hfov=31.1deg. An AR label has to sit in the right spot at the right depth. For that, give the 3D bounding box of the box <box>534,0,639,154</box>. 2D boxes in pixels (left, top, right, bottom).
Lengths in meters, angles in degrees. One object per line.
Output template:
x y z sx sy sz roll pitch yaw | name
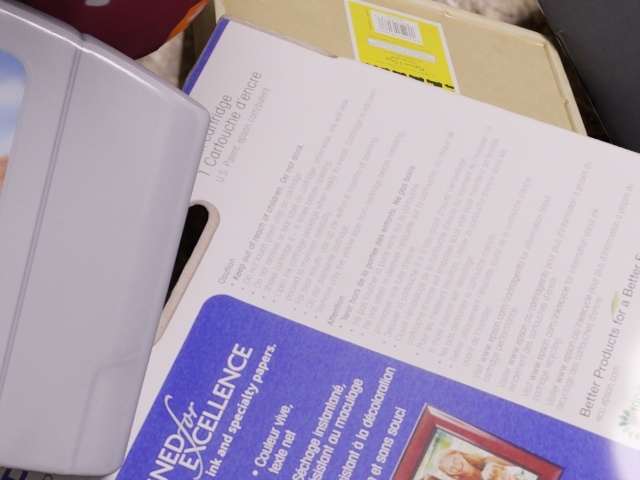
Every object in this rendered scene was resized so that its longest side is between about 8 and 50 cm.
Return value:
0.404 -0.145 0.838 0.396 0.212 0.293 -26 89 -34 | box

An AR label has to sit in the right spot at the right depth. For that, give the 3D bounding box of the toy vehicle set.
0.050 -0.096 0.738 0.267 0.035 0.166 12 48 -23 | toy vehicle set

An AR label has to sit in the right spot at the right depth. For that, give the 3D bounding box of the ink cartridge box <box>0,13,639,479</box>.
0.030 0.064 0.572 0.307 0.072 0.303 20 70 16 | ink cartridge box

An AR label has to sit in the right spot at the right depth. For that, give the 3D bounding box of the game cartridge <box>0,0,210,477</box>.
-0.204 -0.020 0.464 0.297 0.062 0.198 12 105 -17 | game cartridge

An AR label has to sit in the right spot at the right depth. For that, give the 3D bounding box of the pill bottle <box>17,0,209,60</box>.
-0.115 -0.207 0.521 0.224 0.392 0.224 6 75 -24 | pill bottle
